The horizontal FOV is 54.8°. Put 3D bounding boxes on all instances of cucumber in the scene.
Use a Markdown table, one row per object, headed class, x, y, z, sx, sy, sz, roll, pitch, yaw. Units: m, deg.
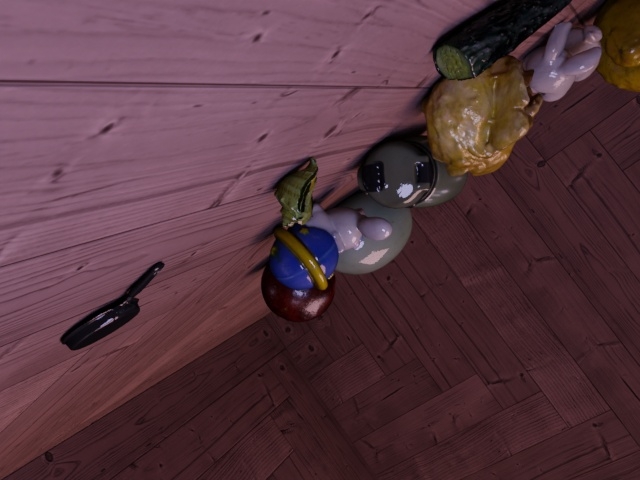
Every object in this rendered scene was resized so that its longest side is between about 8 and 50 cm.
| class | x | y | z | sx | sy | sz | roll | pitch | yaw |
| --- | --- | --- | --- | --- | --- | --- | --- | --- | --- |
| cucumber | 0.253 | -0.305 | 0.863 | 0.211 | 0.062 | 0.078 | -40 | -150 | -15 |

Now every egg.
| class | x | y | z | sx | sy | sz | roll | pitch | yaw |
| --- | --- | --- | --- | --- | --- | --- | --- | --- | --- |
| egg | 0.122 | -0.023 | 1.635 | 0.282 | 0.203 | 0.203 | -35 | 175 | -27 |

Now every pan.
| class | x | y | z | sx | sy | sz | roll | pitch | yaw |
| --- | --- | --- | --- | --- | --- | --- | --- | --- | --- |
| pan | -0.317 | 0.109 | 0.979 | 0.235 | 0.028 | 0.136 | -39 | 174 | 26 |

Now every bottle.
| class | x | y | z | sx | sy | sz | roll | pitch | yaw |
| --- | --- | --- | --- | --- | --- | --- | --- | --- | --- |
| bottle | 0.201 | -0.147 | 1.338 | 0.168 | 0.168 | 0.347 | -39 | 169 | 26 |

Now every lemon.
| class | x | y | z | sx | sy | sz | roll | pitch | yaw |
| --- | --- | --- | --- | --- | --- | --- | --- | --- | --- |
| lemon | 0.804 | -0.500 | 1.484 | 0.316 | 0.285 | 0.285 | -33 | 174 | -4 |

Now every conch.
| class | x | y | z | sx | sy | sz | roll | pitch | yaw |
| --- | --- | --- | --- | --- | --- | --- | --- | --- | --- |
| conch | -0.032 | -0.069 | 0.968 | 0.121 | 0.074 | 0.089 | -61 | -155 | 19 |

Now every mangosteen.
| class | x | y | z | sx | sy | sz | roll | pitch | yaw |
| --- | --- | --- | --- | --- | --- | --- | --- | --- | --- |
| mangosteen | -0.059 | 0.099 | 1.705 | 0.215 | 0.215 | 0.258 | -32 | 142 | -36 |

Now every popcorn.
| class | x | y | z | sx | sy | sz | roll | pitch | yaw |
| --- | --- | --- | --- | --- | --- | --- | --- | --- | --- |
| popcorn | 0.275 | -0.223 | 1.104 | 0.253 | 0.190 | 0.191 | 123 | -11 | -47 |

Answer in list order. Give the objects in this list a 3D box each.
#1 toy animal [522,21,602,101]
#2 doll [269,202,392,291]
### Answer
| class | x | y | z | sx | sy | sz | roll | pitch | yaw |
| --- | --- | --- | --- | --- | --- | --- | --- | --- | --- |
| toy animal | 0.564 | -0.418 | 1.419 | 0.193 | 0.127 | 0.178 | -29 | 169 | -42 |
| doll | -0.018 | -0.011 | 1.357 | 0.242 | 0.159 | 0.311 | -48 | -161 | -3 |
